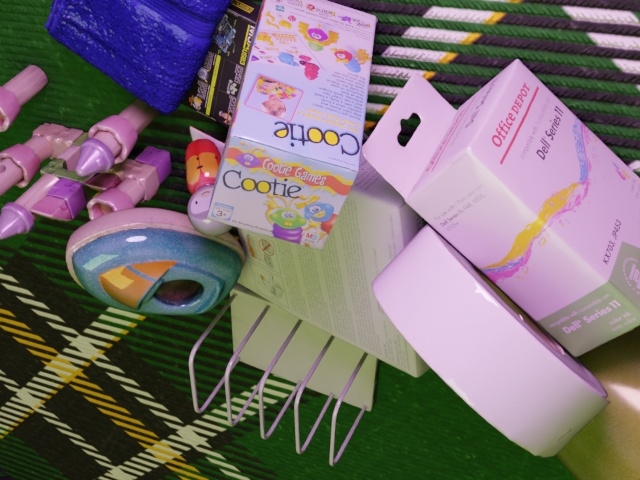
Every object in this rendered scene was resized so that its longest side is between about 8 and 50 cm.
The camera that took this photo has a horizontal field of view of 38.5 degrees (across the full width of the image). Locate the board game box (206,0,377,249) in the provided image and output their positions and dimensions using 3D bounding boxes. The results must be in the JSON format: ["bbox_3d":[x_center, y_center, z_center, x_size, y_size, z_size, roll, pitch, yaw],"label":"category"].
[{"bbox_3d":[-0.030,-0.150,1.082,0.144,0.275,0.142,16,139,-8],"label":"board game box"}]

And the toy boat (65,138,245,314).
[{"bbox_3d":[-0.210,0.008,1.300,0.267,0.148,0.318,9,136,-30],"label":"toy boat"}]

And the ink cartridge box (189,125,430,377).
[{"bbox_3d":[0.000,-0.006,1.311,0.385,0.091,0.308,25,141,35],"label":"ink cartridge box"}]

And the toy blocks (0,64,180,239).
[{"bbox_3d":[-0.401,-0.066,1.428,0.288,0.260,0.309,15,135,20],"label":"toy blocks"}]

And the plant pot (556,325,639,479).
[{"bbox_3d":[0.384,0.203,1.212,0.293,0.275,0.275,36,141,21],"label":"plant pot"}]

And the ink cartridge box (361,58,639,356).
[{"bbox_3d":[0.237,-0.064,1.067,0.353,0.207,0.119,41,136,-9],"label":"ink cartridge box"}]

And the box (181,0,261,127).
[{"bbox_3d":[-0.163,-0.263,1.258,0.184,0.045,0.191,26,137,6],"label":"box"}]

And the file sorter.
[{"bbox_3d":[-0.060,0.234,1.559,0.277,0.173,0.193,18,136,16],"label":"file sorter"}]

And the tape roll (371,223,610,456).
[{"bbox_3d":[0.194,0.112,1.059,0.286,0.286,0.100,42,99,-9],"label":"tape roll"}]

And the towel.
[{"bbox_3d":[-0.233,-0.314,1.160,0.227,0.076,0.308,39,140,0],"label":"towel"}]
